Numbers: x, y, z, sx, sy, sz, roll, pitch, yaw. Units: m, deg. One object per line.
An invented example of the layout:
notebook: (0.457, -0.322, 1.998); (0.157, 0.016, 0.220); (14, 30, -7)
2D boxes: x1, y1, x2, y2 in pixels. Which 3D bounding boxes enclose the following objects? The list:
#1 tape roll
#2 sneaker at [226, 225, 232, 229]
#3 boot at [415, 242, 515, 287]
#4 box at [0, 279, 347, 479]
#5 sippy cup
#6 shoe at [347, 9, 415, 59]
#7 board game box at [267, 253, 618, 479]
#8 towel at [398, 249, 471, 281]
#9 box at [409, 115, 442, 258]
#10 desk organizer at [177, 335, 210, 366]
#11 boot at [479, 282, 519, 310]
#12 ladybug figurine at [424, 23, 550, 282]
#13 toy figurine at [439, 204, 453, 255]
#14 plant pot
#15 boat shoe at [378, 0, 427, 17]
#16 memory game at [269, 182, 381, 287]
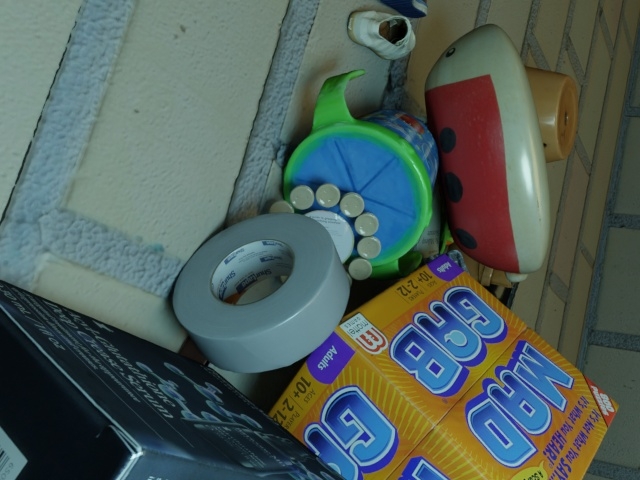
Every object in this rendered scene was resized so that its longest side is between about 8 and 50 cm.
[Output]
tape roll: (-0.076, 0.063, 0.971); (0.219, 0.219, 0.072); (-58, 140, -34)
sneaker: (-0.101, -0.003, 1.090); (0.083, 0.035, 0.031); (3, 94, -58)
boot: (0.351, -0.016, 1.635); (0.283, 0.220, 0.109); (-56, 140, -36)
box: (-0.183, 0.234, 0.719); (0.212, 0.293, 0.395); (-56, 144, -5)
sippy cup: (0.088, -0.107, 1.220); (0.224, 0.240, 0.306); (-47, 158, -57)
shoe: (0.127, -0.370, 1.362); (0.219, 0.058, 0.077); (-10, 105, -57)
board game box: (0.149, 0.302, 1.121); (0.356, 0.356, 0.357); (-24, 152, -54)
towel: (0.254, 0.162, 1.400); (0.284, 0.121, 0.235); (64, 3, 12)
box: (0.178, -0.101, 1.463); (0.113, 0.094, 0.275); (-8, 102, -58)
desk organizer: (-0.158, 0.158, 1.017); (0.130, 0.050, 0.047); (-61, 142, -31)
boot: (0.370, 0.128, 1.780); (0.260, 0.131, 0.348); (-1, 97, -58)
ladybug figurine: (0.285, -0.144, 1.315); (0.305, 0.161, 0.450); (10, 69, -87)
toy figurine: (0.317, -0.039, 1.511); (0.173, 0.159, 0.130); (99, -8, -57)
plant pot: (0.507, -0.303, 1.849); (0.291, 0.203, 0.291); (-15, 108, -57)
boat shoe: (0.149, -0.464, 1.384); (0.183, 0.066, 0.066); (0, 91, -68)
memory game: (0.000, 0.000, 1.137); (0.012, 0.186, 0.186); (-84, 167, -67)
